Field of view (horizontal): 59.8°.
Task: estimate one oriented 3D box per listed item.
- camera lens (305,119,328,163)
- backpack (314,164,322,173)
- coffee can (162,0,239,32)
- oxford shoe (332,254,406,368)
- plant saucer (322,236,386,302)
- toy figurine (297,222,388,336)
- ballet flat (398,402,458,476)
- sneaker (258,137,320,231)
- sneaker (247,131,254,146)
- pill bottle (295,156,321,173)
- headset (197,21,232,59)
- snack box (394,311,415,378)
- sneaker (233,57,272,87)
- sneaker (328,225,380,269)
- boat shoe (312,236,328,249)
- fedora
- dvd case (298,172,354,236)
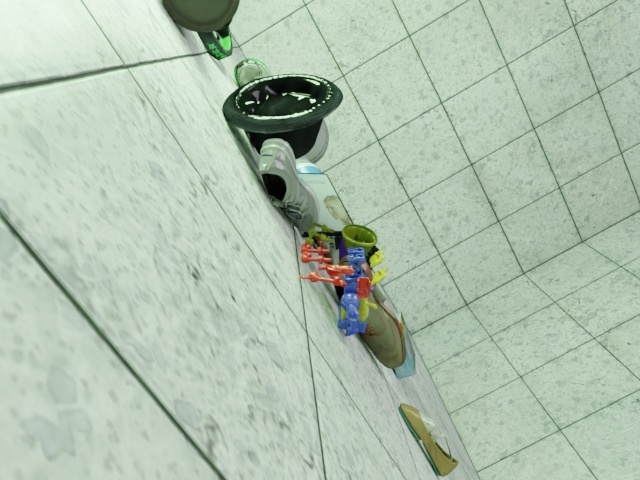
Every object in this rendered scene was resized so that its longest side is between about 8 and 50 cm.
[{"bbox_3d":[-0.090,-0.379,1.929,0.219,0.219,0.274,61,6,11],"label":"camera lens"},{"bbox_3d":[-0.043,-0.230,2.134,0.152,0.115,0.182,60,2,27],"label":"backpack"},{"bbox_3d":[-0.338,-0.712,1.523,0.201,0.201,0.275,55,7,-40],"label":"coffee can"},{"bbox_3d":[0.120,0.216,1.509,0.348,0.123,0.130,60,32,-9],"label":"oxford shoe"},{"bbox_3d":[0.136,0.138,1.938,0.400,0.100,0.400,60,6,-10],"label":"plant saucer"},{"bbox_3d":[0.050,0.115,1.315,0.362,0.191,0.217,-86,177,-69],"label":"toy figurine"},{"bbox_3d":[0.295,0.526,1.506,0.232,0.073,0.080,59,5,-6],"label":"ballet flat"},{"bbox_3d":[-0.091,-0.112,1.387,0.281,0.105,0.115,61,38,-40],"label":"sneaker"},{"bbox_3d":[-0.199,-0.325,1.605,0.071,0.066,0.188,30,22,-29],"label":"sneaker"},{"bbox_3d":[-0.041,-0.173,1.805,0.124,0.124,0.221,52,11,-54],"label":"pill bottle"},{"bbox_3d":[-0.408,-0.787,1.854,0.243,0.185,0.394,20,55,-75],"label":"headset"},{"bbox_3d":[0.277,0.362,1.948,0.207,0.070,0.174,-34,107,-77],"label":"snack box"},{"bbox_3d":[-0.213,-0.549,2.151,0.343,0.134,0.146,56,8,-42],"label":"sneaker"},{"bbox_3d":[0.115,0.069,1.691,0.102,0.146,0.293,53,23,-53],"label":"sneaker"},{"bbox_3d":[0.000,0.000,1.716,0.049,0.043,0.137,62,7,-1],"label":"boat shoe"},{"bbox_3d":[-0.094,-0.315,1.467,0.334,0.334,0.152,-113,-163,-51],"label":"fedora"},{"bbox_3d":[-0.015,-0.110,1.642,0.253,0.180,0.022,64,-37,35],"label":"dvd case"}]
